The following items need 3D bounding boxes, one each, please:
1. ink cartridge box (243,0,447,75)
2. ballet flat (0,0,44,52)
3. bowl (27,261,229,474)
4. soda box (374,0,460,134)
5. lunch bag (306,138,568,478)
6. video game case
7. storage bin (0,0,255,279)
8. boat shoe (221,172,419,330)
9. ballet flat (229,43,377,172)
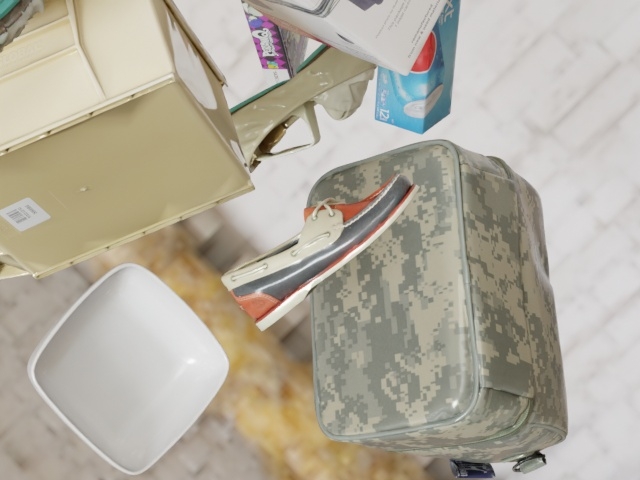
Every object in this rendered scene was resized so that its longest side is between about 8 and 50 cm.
[{"bbox_3d":[-0.025,-0.249,1.559,0.237,0.172,0.100,30,-93,-50],"label":"ink cartridge box"},{"bbox_3d":[-0.261,-0.228,1.402,0.147,0.147,0.409,-45,21,45],"label":"ballet flat"},{"bbox_3d":[-0.163,0.104,1.500,0.142,0.142,0.053,-48,18,-21],"label":"bowl"},{"bbox_3d":[0.111,-0.232,2.063,0.071,0.067,0.210,-38,-41,-47],"label":"soda box"},{"bbox_3d":[0.137,0.075,1.833,0.213,0.305,0.256,-17,-20,37],"label":"lunch bag"},{"bbox_3d":[-0.046,-0.336,2.271,0.210,0.042,0.232,72,-155,-53],"label":"video game case"},{"bbox_3d":[-0.217,-0.092,1.550,0.260,0.123,0.262,-22,-21,5],"label":"storage bin"},{"bbox_3d":[0.000,0.000,1.109,0.137,0.043,0.049,-39,1,19],"label":"boat shoe"},{"bbox_3d":[-0.007,-0.143,1.841,0.248,0.086,0.086,-32,7,34],"label":"ballet flat"}]
